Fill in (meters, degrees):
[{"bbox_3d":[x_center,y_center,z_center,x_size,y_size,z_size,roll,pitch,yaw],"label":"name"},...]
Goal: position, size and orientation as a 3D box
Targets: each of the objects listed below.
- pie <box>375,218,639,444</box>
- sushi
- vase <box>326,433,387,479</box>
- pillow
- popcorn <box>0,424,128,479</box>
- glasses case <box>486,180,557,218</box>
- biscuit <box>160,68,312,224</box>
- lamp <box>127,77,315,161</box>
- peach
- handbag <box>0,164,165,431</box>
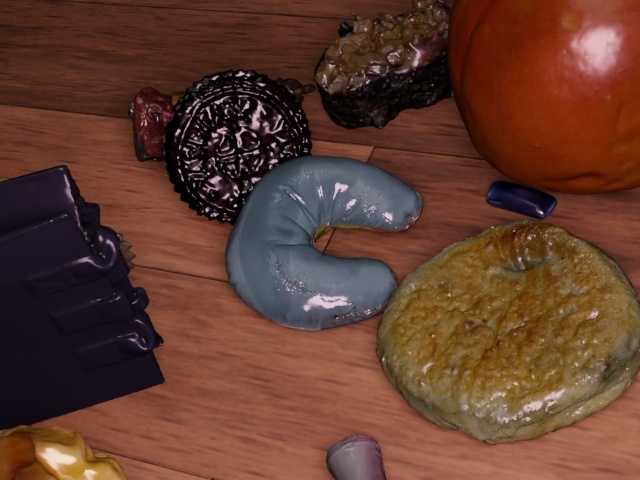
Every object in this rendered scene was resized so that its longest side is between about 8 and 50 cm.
[{"bbox_3d":[0.198,0.093,1.155,0.277,0.078,0.277,-12,47,14],"label":"pie"},{"bbox_3d":[0.093,-0.242,1.458,0.212,0.115,0.147,-18,47,2],"label":"sushi"},{"bbox_3d":[0.059,0.277,1.024,0.086,0.086,0.214,-21,42,-2],"label":"vase"},{"bbox_3d":[0.000,0.000,1.285,0.214,0.086,0.233,9,55,12],"label":"pillow"},{"bbox_3d":[-0.309,0.311,1.024,0.332,0.225,0.265,-16,30,33],"label":"popcorn"},{"bbox_3d":[0.234,-0.050,1.301,0.083,0.023,0.033,18,54,30],"label":"glasses case"},{"bbox_3d":[-0.102,-0.115,1.364,0.194,0.195,0.053,-24,17,-5],"label":"biscuit"},{"bbox_3d":[-0.125,-0.154,1.453,0.253,0.118,0.118,-1,49,12],"label":"lamp"},{"bbox_3d":[0.302,-0.230,1.252,0.342,0.302,0.343,-9,48,10],"label":"peach"},{"bbox_3d":[-0.345,0.076,1.173,0.329,0.303,0.122,-16,49,2],"label":"handbag"}]
